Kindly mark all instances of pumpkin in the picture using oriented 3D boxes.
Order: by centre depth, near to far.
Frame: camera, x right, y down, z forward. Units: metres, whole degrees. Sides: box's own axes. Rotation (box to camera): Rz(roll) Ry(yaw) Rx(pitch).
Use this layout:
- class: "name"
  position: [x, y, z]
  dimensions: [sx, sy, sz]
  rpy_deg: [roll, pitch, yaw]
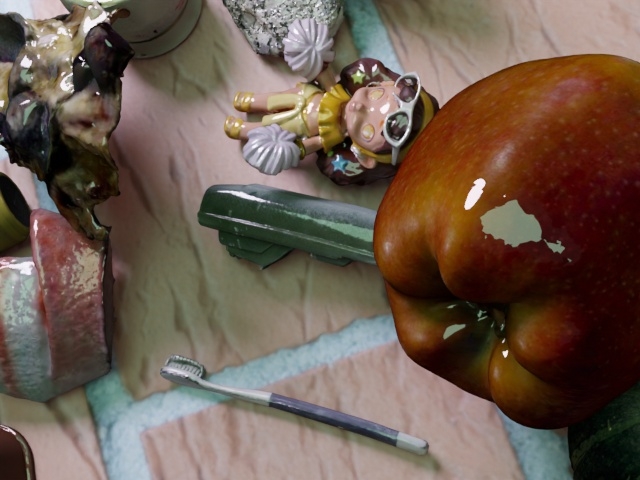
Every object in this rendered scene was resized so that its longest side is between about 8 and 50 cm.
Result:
- class: "pumpkin"
  position: [0.313, 0.184, 0.713]
  dimensions: [0.190, 0.146, 0.190]
  rpy_deg: [-17, 46, 18]

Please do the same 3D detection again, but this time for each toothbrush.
- class: "toothbrush"
  position: [-0.029, 0.167, 0.836]
  dimensions: [0.288, 0.024, 0.026]
  rpy_deg: [14, 64, 13]

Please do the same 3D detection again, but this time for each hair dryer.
- class: "hair dryer"
  position: [-0.434, -0.093, 0.943]
  dimensions: [0.135, 0.090, 0.278]
  rpy_deg: [-26, 67, 2]

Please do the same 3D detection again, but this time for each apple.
- class: "apple"
  position: [0.200, -0.010, 0.697]
  dimensions: [0.288, 0.288, 0.317]
  rpy_deg: [35, 55, 16]

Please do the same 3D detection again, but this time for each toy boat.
- class: "toy boat"
  position: [0.000, 0.000, 0.850]
  dimensions: [0.261, 0.078, 0.085]
  rpy_deg: [13, 102, 13]
- class: "toy boat"
  position: [-0.357, 0.068, 0.850]
  dimensions: [0.282, 0.096, 0.206]
  rpy_deg: [1, 98, -7]

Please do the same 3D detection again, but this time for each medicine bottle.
- class: "medicine bottle"
  position: [-0.217, -0.295, 0.925]
  dimensions: [0.147, 0.143, 0.147]
  rpy_deg: [-2, 80, 9]

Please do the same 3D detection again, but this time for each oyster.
- class: "oyster"
  position: [-0.283, -0.162, 0.836]
  dimensions: [0.361, 0.096, 0.221]
  rpy_deg: [41, 114, 44]

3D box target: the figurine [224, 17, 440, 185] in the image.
- class: "figurine"
  position: [0.007, -0.129, 0.861]
  dimensions: [0.240, 0.116, 0.174]
  rpy_deg: [11, 75, 18]

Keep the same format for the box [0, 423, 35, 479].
- class: "box"
  position: [-0.412, 0.348, 0.741]
  dimensions: [0.239, 0.229, 0.339]
  rpy_deg: [-14, 73, 6]

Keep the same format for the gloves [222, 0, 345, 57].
- class: "gloves"
  position: [-0.048, -0.270, 0.929]
  dimensions: [0.114, 0.070, 0.153]
  rpy_deg: [-43, 73, -4]
